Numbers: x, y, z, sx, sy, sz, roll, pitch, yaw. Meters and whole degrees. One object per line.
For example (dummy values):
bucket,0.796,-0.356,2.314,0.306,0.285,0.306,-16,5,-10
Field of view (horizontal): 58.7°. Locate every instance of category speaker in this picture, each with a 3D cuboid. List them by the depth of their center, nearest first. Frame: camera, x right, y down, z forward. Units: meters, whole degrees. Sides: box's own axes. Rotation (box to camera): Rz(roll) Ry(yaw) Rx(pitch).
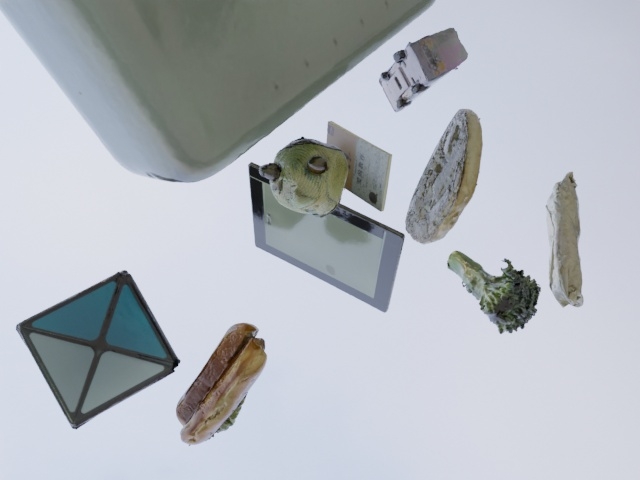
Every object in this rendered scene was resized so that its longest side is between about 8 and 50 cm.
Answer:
speaker,-0.061,-0.236,0.541,0.406,0.183,0.184,-44,-54,-27

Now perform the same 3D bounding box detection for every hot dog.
hot dog,-0.215,0.323,1.237,0.100,0.337,0.135,16,-151,-38

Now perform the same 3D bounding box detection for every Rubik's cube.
Rubik's cube,-0.485,0.241,1.259,0.248,0.250,0.246,-30,-91,-24

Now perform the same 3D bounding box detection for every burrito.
burrito,0.456,-0.001,1.064,0.059,0.082,0.275,2,-118,15

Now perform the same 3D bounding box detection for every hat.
hat,-0.017,-0.066,0.570,0.077,0.059,0.076,18,-86,26

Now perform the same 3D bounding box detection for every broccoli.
broccoli,0.442,0.114,1.518,0.145,0.165,0.304,35,-175,-37

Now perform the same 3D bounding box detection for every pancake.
pancake,0.131,-0.066,0.598,0.028,0.158,0.158,20,-123,-7

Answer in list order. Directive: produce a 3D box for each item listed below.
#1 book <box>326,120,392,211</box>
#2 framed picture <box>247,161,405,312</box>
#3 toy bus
book,0.066,-0.141,1.070,0.012,0.118,0.172,-21,-139,-32
framed picture,0.000,0.000,1.165,0.347,0.265,0.016,25,-125,19
toy bus,0.231,-0.393,1.323,0.138,0.317,0.112,-29,-84,-5
